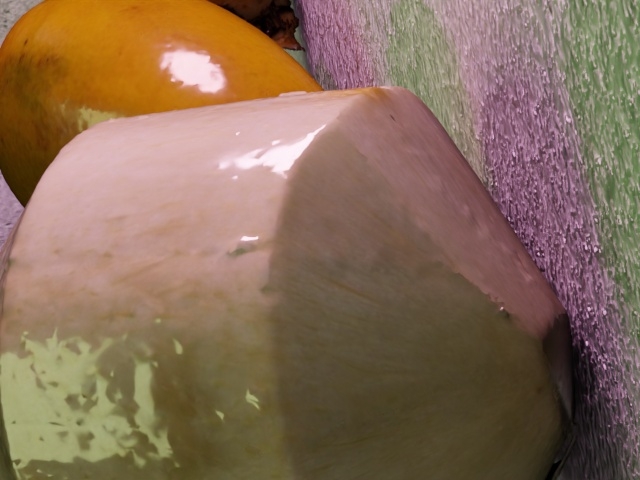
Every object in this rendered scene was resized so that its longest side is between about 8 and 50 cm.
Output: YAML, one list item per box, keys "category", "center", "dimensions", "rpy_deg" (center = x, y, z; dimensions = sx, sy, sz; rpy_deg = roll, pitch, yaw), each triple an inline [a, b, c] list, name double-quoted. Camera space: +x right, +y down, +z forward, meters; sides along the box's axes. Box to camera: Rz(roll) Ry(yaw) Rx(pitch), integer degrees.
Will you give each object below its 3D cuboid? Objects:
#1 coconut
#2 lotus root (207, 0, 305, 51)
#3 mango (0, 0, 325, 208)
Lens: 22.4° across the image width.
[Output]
- category: "coconut"
  center: [-0.013, 0.062, 0.844]
  dimensions: [0.323, 0.323, 0.323]
  rpy_deg: [167, 90, -83]
- category: "lotus root"
  center: [-0.114, -0.308, 1.499]
  dimensions: [0.169, 0.141, 0.314]
  rpy_deg: [-161, 51, -76]
- category: "mango"
  center: [-0.117, -0.075, 1.368]
  dimensions: [0.446, 0.232, 0.300]
  rpy_deg: [24, 152, 50]
